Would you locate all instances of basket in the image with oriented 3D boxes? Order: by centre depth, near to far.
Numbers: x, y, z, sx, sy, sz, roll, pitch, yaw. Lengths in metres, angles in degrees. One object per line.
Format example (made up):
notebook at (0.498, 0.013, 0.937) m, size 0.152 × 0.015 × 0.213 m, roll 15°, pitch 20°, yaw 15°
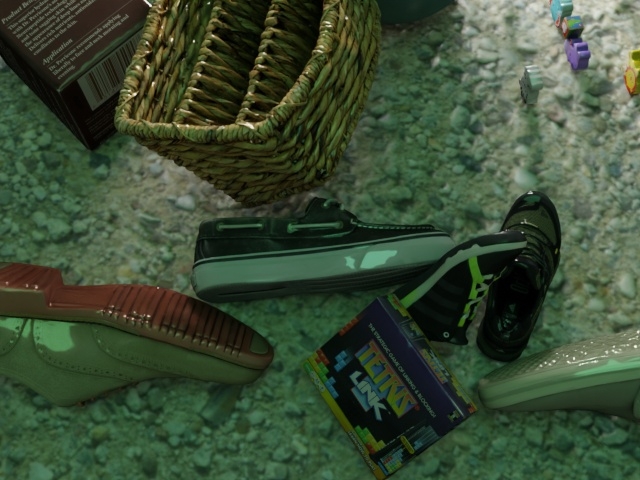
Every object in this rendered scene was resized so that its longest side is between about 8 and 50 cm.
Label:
basket at (-0.075, -0.224, 1.061) m, size 0.223 × 0.213 × 0.299 m, roll 32°, pitch 60°, yaw -34°

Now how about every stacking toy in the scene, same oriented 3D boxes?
stacking toy at (0.351, -0.298, 1.249) m, size 0.166 × 0.052 × 0.221 m, roll -7°, pitch 68°, yaw -3°

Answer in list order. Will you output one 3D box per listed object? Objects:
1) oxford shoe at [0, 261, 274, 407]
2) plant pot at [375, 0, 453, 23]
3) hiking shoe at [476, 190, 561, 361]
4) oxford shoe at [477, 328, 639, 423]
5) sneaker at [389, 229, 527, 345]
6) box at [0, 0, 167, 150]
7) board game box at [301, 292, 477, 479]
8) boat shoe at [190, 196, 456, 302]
oxford shoe at (-0.257, 0.131, 1.080) m, size 0.396 × 0.140 × 0.147 m, roll 13°, pitch 101°, yaw 1°
plant pot at (0.106, -0.437, 1.202) m, size 0.292 × 0.235 × 0.293 m, roll -1°, pitch 70°, yaw 2°
hiking shoe at (0.256, 0.034, 1.091) m, size 0.086 × 0.114 × 0.227 m, roll 14°, pitch 71°, yaw 5°
oxford shoe at (0.410, 0.165, 1.028) m, size 0.448 × 0.169 × 0.130 m, roll -8°, pitch 92°, yaw -2°
sneaker at (0.165, 0.073, 1.051) m, size 0.084 × 0.234 × 0.097 m, roll -7°, pitch 64°, yaw -46°
box at (-0.325, -0.268, 1.185) m, size 0.168 × 0.167 × 0.203 m, roll -42°, pitch 74°, yaw -13°
board game box at (0.078, 0.172, 1.042) m, size 0.141 × 0.048 × 0.170 m, roll -45°, pitch 71°, yaw 26°
boat shoe at (0.000, 0.000, 1.104) m, size 0.334 × 0.121 × 0.119 m, roll -5°, pitch 74°, yaw 1°
